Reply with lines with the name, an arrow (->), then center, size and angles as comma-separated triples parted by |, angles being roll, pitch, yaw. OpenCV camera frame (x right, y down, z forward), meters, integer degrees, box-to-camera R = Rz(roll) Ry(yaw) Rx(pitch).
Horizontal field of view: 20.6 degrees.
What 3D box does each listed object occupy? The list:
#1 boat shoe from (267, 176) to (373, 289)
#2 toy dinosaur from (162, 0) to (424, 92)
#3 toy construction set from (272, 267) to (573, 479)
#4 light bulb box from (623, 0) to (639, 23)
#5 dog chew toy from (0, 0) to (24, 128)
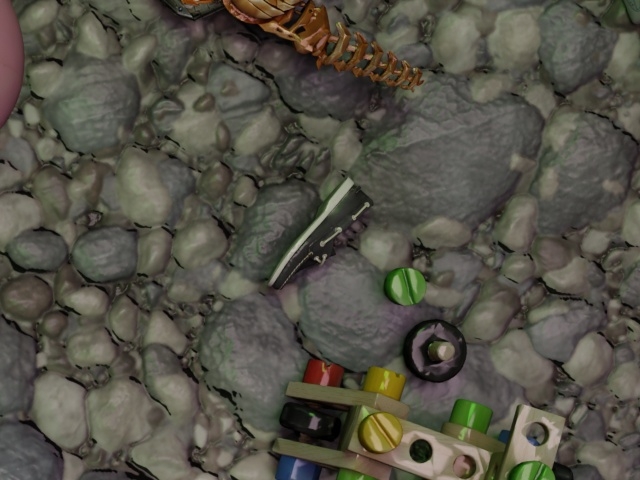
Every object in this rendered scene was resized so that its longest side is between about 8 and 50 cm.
boat shoe -> 0.000, 0.000, 1.592 | 0.038, 0.046, 0.125 | 40, 71, -5
toy dinosaur -> -0.035, -0.261, 1.562 | 0.218, 0.164, 0.322 | -46, 118, 3
toy construction set -> 0.075, 0.215, 1.504 | 0.309, 0.237, 0.257 | -45, 99, -11
light bulb box -> 0.459, -0.377, 1.559 | 0.358, 0.361, 0.225 | -23, 94, -14
dog chew toy -> -0.325, -0.230, 1.433 | 0.206, 0.206, 0.332 | 14, 82, -14
